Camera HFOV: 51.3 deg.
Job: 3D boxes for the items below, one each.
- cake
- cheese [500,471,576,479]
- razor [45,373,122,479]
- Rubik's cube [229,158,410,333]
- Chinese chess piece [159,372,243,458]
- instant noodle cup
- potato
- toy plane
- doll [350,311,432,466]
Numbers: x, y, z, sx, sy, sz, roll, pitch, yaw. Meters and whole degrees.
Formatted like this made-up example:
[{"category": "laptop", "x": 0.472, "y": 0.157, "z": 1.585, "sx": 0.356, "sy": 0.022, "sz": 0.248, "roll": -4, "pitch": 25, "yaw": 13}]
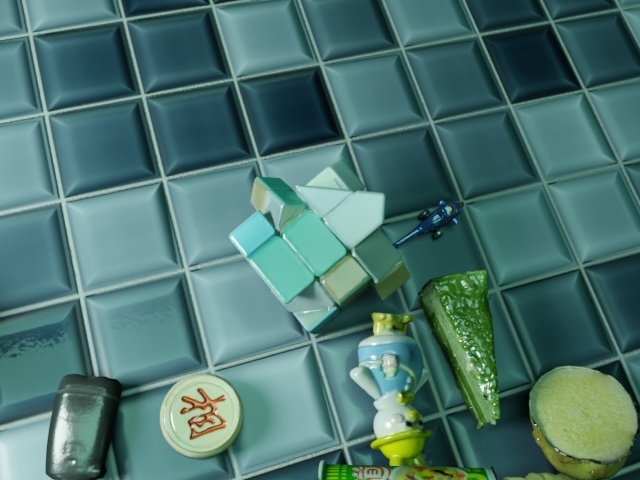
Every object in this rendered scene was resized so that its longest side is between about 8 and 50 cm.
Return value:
[{"category": "cake", "x": 0.249, "y": 0.165, "z": 1.049, "sx": 0.099, "sy": 0.100, "sz": 0.236, "roll": -18, "pitch": 73, "yaw": -13}, {"category": "cheese", "x": 0.317, "y": 0.449, "z": 0.952, "sx": 0.213, "sy": 0.117, "sz": 0.226, "roll": 5, "pitch": 64, "yaw": -2}, {"category": "razor", "x": -0.341, "y": 0.268, "z": 0.952, "sx": 0.089, "sy": 0.054, "sz": 0.148, "roll": 5, "pitch": 68, "yaw": -2}, {"category": "Rubik's cube", "x": 0.000, "y": 0.000, "z": 1.018, "sx": 0.213, "sy": 0.224, "sz": 0.265, "roll": -41, "pitch": 82, "yaw": -4}, {"category": "Chinese chess piece", "x": -0.174, "y": 0.257, "z": 0.981, "sx": 0.122, "sy": 0.051, "sz": 0.122, "roll": 2, "pitch": 69, "yaw": -7}, {"category": "instant noodle cup", "x": 0.121, "y": 0.381, "z": 0.866, "sx": 0.232, "sy": 0.207, "sz": 0.207, "roll": -7, "pitch": 70, "yaw": 6}, {"category": "potato", "x": 0.397, "y": 0.283, "z": 1.012, "sx": 0.163, "sy": 0.081, "sz": 0.200, "roll": 6, "pitch": 35, "yaw": 16}, {"category": "toy plane", "x": 0.175, "y": -0.024, "z": 1.133, "sx": 0.167, "sy": 0.062, "sz": 0.054, "roll": -32, "pitch": 77, "yaw": -7}, {"category": "doll", "x": 0.113, "y": 0.230, "z": 1.010, "sx": 0.098, "sy": 0.135, "sz": 0.241, "roll": -14, "pitch": 68, "yaw": 17}]
